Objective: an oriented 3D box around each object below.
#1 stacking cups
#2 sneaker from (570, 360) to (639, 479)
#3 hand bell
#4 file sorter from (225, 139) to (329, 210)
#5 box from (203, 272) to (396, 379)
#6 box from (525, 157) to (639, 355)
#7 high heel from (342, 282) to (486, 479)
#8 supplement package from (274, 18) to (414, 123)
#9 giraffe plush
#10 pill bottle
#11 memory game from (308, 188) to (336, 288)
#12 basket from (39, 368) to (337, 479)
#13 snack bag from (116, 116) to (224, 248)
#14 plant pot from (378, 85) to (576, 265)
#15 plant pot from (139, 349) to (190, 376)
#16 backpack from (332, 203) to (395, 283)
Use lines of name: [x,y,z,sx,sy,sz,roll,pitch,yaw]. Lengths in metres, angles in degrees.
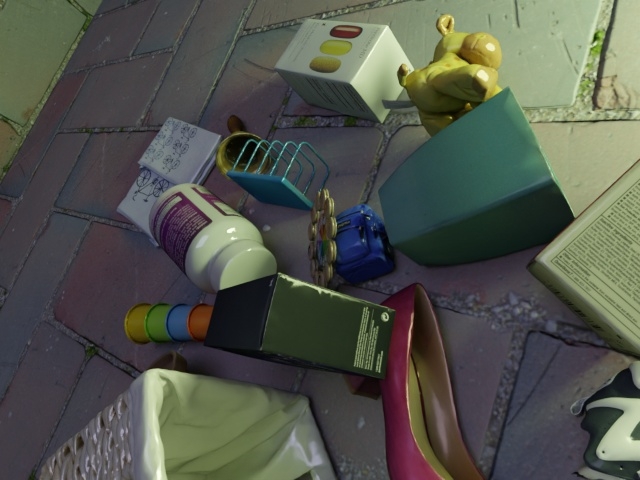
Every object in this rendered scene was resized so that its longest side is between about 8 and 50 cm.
stacking cups: [-0.273,0.165,0.959,0.316,0.096,0.096,-10,62,31]
sneaker: [0.348,0.248,0.463,0.153,0.094,0.235,-33,52,20]
hand bell: [-0.202,-0.257,1.137,0.126,0.126,0.242,-39,38,14]
file sorter: [-0.085,-0.142,0.966,0.170,0.118,0.104,12,71,39]
box: [-0.045,0.132,0.685,0.261,0.184,0.103,-21,51,60]
box: [0.379,-0.003,0.522,0.232,0.127,0.148,-45,71,8]
high heel: [0.158,0.221,0.585,0.181,0.127,0.377,-54,44,15]
supplement package: [0.046,-0.361,0.967,0.244,0.134,0.139,29,86,41]
giraffe plush: [0.234,-0.277,0.775,0.210,0.181,0.170,22,69,24]
pill bottle: [-0.224,0.007,0.953,0.301,0.169,0.169,35,90,42]
memory game: [0.000,0.000,0.817,0.186,0.012,0.186,-179,90,-77]
basket: [-0.159,0.390,0.605,0.266,0.331,0.328,-38,50,17]
snack bag: [-0.439,-0.178,1.294,0.323,0.037,0.342,29,86,41]
plant pot: [0.216,-0.064,0.678,0.234,0.166,0.165,-26,54,27]
plant pot: [-0.306,0.335,0.857,0.237,0.110,0.237,-42,20,20]
backpack: [0.068,-0.004,0.794,0.098,0.101,0.120,-18,54,20]
